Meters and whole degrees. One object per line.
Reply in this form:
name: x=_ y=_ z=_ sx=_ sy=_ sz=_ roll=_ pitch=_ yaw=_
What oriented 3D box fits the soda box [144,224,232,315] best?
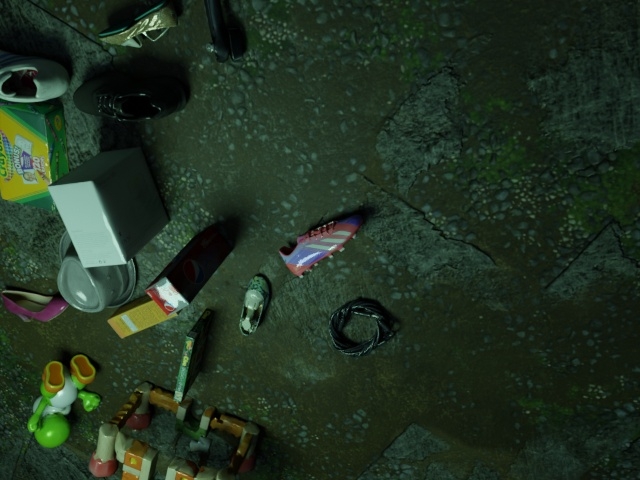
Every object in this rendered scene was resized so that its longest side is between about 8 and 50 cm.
soda box: x=-0.324 y=0.070 z=1.577 sx=0.084 sy=0.263 sz=0.092 roll=-30 pitch=106 yaw=29

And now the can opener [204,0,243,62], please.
can opener: x=-0.225 y=-0.478 z=1.367 sx=0.059 sy=0.073 sz=0.186 roll=20 pitch=130 yaw=54

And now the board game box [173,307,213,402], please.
board game box: x=-0.367 y=0.333 z=1.816 sx=0.030 sy=0.136 sz=0.259 roll=22 pitch=123 yaw=6

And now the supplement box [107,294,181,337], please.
supplement box: x=-0.499 y=0.204 z=1.819 sx=0.234 sy=0.078 sz=0.080 roll=-25 pitch=109 yaw=28

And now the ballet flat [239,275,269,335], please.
ballet flat: x=-0.183 y=0.184 z=1.717 sx=0.070 sy=0.070 sz=0.188 roll=16 pitch=122 yaw=8

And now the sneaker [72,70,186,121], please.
sneaker: x=-0.466 y=-0.330 z=1.474 sx=0.287 sy=0.130 sz=0.109 roll=1 pitch=121 yaw=18

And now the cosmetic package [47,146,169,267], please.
cosmetic package: x=-0.518 y=-0.087 z=1.571 sx=0.138 sy=0.224 sz=0.224 roll=-6 pitch=117 yaw=21

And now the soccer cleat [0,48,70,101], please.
soccer cleat: x=-0.774 y=-0.399 z=1.522 sx=0.332 sy=0.143 sz=0.115 roll=6 pitch=120 yaw=14

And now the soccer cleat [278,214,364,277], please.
soccer cleat: x=0.000 y=0.000 z=1.549 sx=0.095 sy=0.083 sz=0.248 roll=48 pitch=124 yaw=-7

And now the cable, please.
cable: x=0.093 y=0.237 z=1.671 sx=0.185 sy=0.047 sz=0.150 roll=-33 pitch=105 yaw=30

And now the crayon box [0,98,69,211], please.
crayon box: x=-0.757 y=-0.227 z=1.651 sx=0.166 sy=0.081 sz=0.278 roll=13 pitch=122 yaw=9

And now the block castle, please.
block castle: x=-0.437 y=0.654 z=1.926 sx=0.454 sy=0.303 sz=0.212 roll=19 pitch=116 yaw=6

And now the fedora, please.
fedora: x=-0.654 y=0.096 z=1.777 sx=0.244 sy=0.124 sz=0.275 roll=10 pitch=121 yaw=11

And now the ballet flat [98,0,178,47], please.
ballet flat: x=-0.405 y=-0.471 z=1.414 sx=0.206 sy=0.073 sz=0.067 roll=-12 pitch=129 yaw=27

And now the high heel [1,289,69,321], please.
high heel: x=-0.870 y=0.183 z=1.921 sx=0.244 sy=0.082 sz=0.117 roll=-9 pitch=126 yaw=36

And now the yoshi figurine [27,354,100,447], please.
yoshi figurine: x=-0.850 y=0.548 z=2.059 sx=0.204 sy=0.203 sz=0.362 roll=29 pitch=126 yaw=-8
